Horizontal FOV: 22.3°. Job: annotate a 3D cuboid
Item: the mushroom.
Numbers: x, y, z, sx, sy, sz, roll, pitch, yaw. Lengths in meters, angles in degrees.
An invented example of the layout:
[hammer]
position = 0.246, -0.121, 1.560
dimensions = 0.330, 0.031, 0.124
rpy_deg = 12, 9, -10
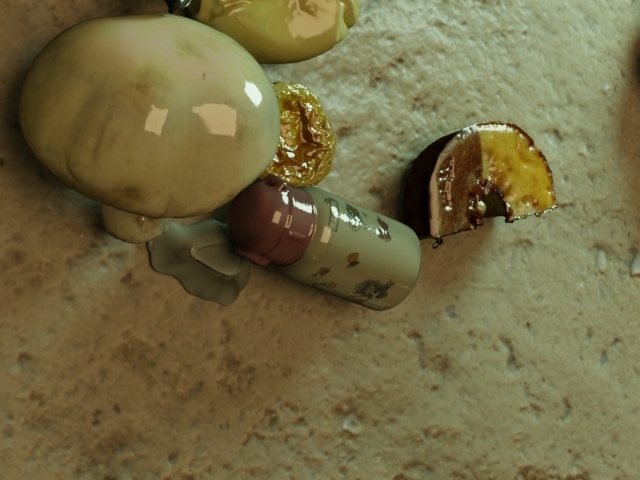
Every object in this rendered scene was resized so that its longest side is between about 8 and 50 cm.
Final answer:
[mushroom]
position = -0.178, -0.107, 1.666
dimensions = 0.260, 0.234, 0.254
rpy_deg = 23, 35, 5

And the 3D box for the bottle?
[bottle]
position = 0.000, 0.000, 1.816
dimensions = 0.233, 0.110, 0.110
rpy_deg = 21, 76, -40

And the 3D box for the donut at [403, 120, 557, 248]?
[donut]
position = 0.184, -0.071, 1.981
dimensions = 0.217, 0.085, 0.141
rpy_deg = -9, 93, -37

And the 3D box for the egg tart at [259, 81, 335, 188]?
[egg tart]
position = -0.039, -0.115, 1.840
dimensions = 0.130, 0.052, 0.130
rpy_deg = 2, 86, -34

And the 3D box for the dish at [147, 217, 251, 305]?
[dish]
position = -0.123, 0.017, 1.781
dimensions = 0.137, 0.039, 0.091
rpy_deg = 18, 78, -36

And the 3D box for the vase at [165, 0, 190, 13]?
[vase]
position = -0.200, -0.351, 1.662
dimensions = 0.237, 0.115, 0.115
rpy_deg = 43, 63, -1

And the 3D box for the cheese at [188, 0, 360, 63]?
[cheese]
position = -0.057, -0.303, 1.804
dimensions = 0.226, 0.117, 0.214
rpy_deg = -9, 97, -31
